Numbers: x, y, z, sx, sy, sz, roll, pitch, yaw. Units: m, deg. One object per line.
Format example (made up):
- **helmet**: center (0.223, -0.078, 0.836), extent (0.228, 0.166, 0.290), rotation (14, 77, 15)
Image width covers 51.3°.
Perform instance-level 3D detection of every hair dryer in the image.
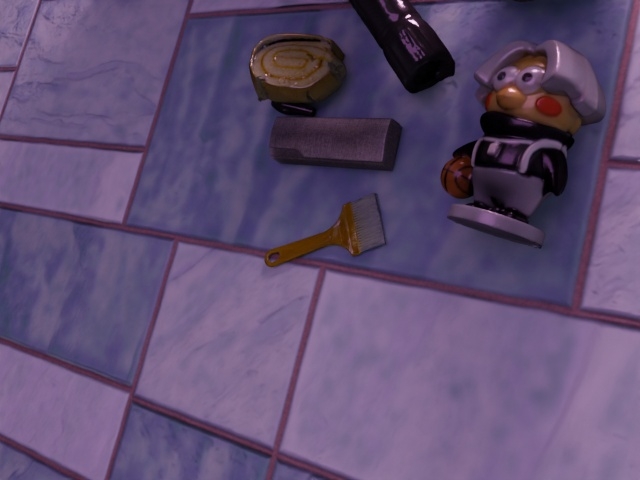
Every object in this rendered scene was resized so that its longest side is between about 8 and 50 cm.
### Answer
- **hair dryer**: center (-0.033, -0.240, 1.078), extent (0.079, 0.031, 0.083), rotation (17, 77, 23)

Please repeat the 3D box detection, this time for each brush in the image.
- **brush**: center (0.000, 0.000, 0.992), extent (0.205, 0.011, 0.083), rotation (-21, 66, 26)

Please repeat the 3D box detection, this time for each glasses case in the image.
- **glasses case**: center (0.018, -0.149, 1.005), extent (0.205, 0.047, 0.070), rotation (8, 81, 32)

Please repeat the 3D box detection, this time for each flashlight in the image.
- **flashlight**: center (0.061, -0.395, 0.984), extent (0.103, 0.103, 0.423), rotation (-36, 70, 17)

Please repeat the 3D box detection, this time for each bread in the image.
- **bread**: center (-0.035, -0.269, 1.048), extent (0.156, 0.064, 0.117), rotation (11, 65, 18)

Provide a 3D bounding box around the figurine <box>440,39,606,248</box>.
- **figurine**: center (0.239, -0.123, 0.814), extent (0.176, 0.133, 0.236), rotation (21, 92, 46)
